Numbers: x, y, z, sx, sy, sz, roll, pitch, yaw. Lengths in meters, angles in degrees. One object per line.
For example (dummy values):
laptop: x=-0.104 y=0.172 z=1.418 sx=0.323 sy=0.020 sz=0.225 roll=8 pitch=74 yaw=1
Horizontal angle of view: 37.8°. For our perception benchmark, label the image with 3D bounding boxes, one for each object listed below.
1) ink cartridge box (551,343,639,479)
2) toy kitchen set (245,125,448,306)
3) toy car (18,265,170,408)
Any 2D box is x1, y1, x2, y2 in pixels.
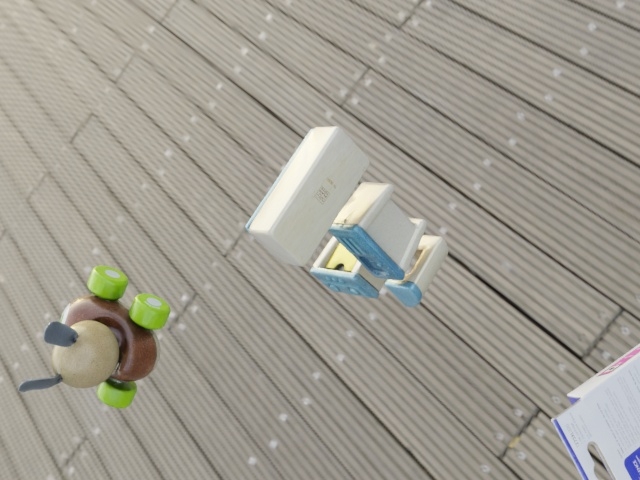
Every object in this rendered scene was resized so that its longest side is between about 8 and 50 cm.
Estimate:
ink cartridge box: x=0.451 y=0.234 z=1.244 sx=0.069 sy=0.371 sz=0.176 roll=-33 pitch=83 yaw=57
toy kitchen set: x=0.000 y=0.000 z=0.931 sx=0.166 sy=0.207 sz=0.122 roll=7 pitch=59 yaw=53
toy car: x=-0.309 y=0.135 z=1.201 sx=0.149 sy=0.188 sz=0.155 roll=30 pitch=107 yaw=20
